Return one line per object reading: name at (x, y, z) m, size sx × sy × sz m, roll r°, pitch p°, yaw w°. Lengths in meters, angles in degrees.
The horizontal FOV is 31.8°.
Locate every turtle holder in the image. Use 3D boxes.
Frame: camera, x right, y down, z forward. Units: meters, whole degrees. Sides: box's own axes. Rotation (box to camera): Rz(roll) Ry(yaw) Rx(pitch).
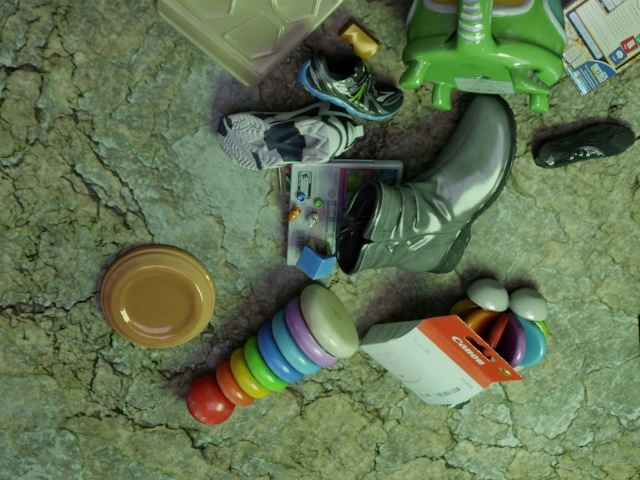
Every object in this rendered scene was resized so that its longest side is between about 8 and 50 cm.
turtle holder at (0.224, -0.323, 1.626) m, size 0.320 × 0.243 × 0.228 m, roll 11°, pitch 84°, yaw -47°

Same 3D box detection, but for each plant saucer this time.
plant saucer at (-0.279, 0.103, 1.930) m, size 0.199 × 0.037 × 0.200 m, roll -2°, pitch 117°, yaw -4°

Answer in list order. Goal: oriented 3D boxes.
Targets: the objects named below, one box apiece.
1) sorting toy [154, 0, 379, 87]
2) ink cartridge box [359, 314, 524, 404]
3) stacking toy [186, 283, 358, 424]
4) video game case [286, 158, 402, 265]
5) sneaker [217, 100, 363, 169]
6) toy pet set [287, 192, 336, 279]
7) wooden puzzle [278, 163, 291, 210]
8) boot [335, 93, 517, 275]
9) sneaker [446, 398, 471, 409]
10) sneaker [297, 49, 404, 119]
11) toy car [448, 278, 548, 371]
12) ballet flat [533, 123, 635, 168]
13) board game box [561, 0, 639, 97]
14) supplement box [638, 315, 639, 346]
sorting toy at (-0.069, -0.347, 1.727) m, size 0.307 × 0.041 × 0.229 m, roll 37°, pitch 111°, yaw -27°
ink cartridge box at (0.204, 0.210, 1.935) m, size 0.189 × 0.232 × 0.066 m, roll 42°, pitch 66°, yaw -21°
stacking toy at (-0.102, 0.213, 1.958) m, size 0.330 × 0.141 × 0.141 m, roll -33°, pitch 115°, yaw 18°
video game case at (0.038, -0.045, 1.879) m, size 0.183 × 0.023 × 0.201 m, roll 1°, pitch 122°, yaw -5°
sneaker at (-0.037, -0.171, 1.788) m, size 0.234 × 0.153 × 0.094 m, roll -3°, pitch 100°, yaw 36°
toy pet set at (0.000, 0.000, 1.851) m, size 0.122 × 0.065 × 0.114 m, roll 18°, pitch 119°, yaw -15°
wooden puzzle at (-0.032, -0.105, 1.859) m, size 0.078 × 0.014 × 0.116 m, roll -12°, pitch 116°, yaw 1°
boot at (0.166, -0.082, 1.785) m, size 0.222 × 0.118 × 0.338 m, roll 2°, pitch 118°, yaw -35°
sneaker at (0.268, 0.279, 2.070) m, size 0.035 × 0.031 × 0.083 m, roll 28°, pitch 116°, yaw -31°
sneaker at (0.057, -0.244, 1.746) m, size 0.188 × 0.067 × 0.078 m, roll 17°, pitch 131°, yaw -30°
toy car at (0.315, 0.165, 1.954) m, size 0.181 × 0.136 × 0.159 m, roll 14°, pitch 114°, yaw -11°
ballet flat at (0.437, -0.158, 1.864) m, size 0.173 × 0.049 × 0.058 m, roll -11°, pitch 84°, yaw -3°
board game box at (0.453, -0.341, 1.765) m, size 0.193 × 0.045 × 0.147 m, roll -34°, pitch 114°, yaw 12°
supplement box at (0.627, 0.238, 1.959) m, size 0.073 × 0.239 × 0.130 m, roll -10°, pitch 117°, yaw 2°
